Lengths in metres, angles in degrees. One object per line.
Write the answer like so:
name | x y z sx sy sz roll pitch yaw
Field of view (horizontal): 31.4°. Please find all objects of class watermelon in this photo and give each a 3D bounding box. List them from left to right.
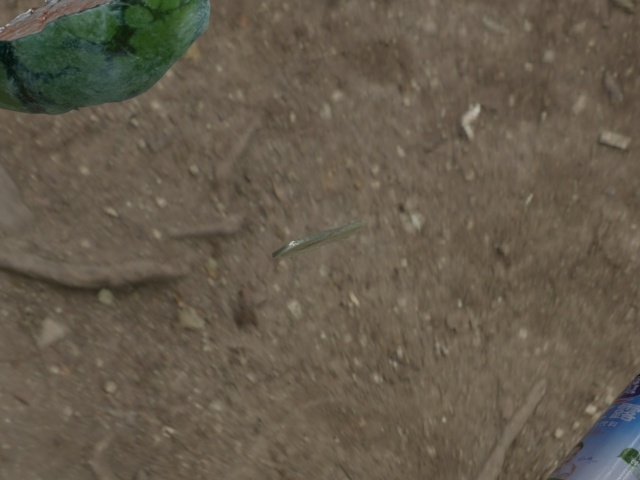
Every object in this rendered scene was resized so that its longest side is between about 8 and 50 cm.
watermelon | -0.138 -0.133 0.730 0.187 0.071 0.139 -15 28 17

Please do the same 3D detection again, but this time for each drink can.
drink can | 0.300 0.232 1.155 0.097 0.097 0.235 41 53 17

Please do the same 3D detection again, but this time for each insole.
insole | 0.000 0.000 1.312 0.063 0.192 0.010 -29 83 29
